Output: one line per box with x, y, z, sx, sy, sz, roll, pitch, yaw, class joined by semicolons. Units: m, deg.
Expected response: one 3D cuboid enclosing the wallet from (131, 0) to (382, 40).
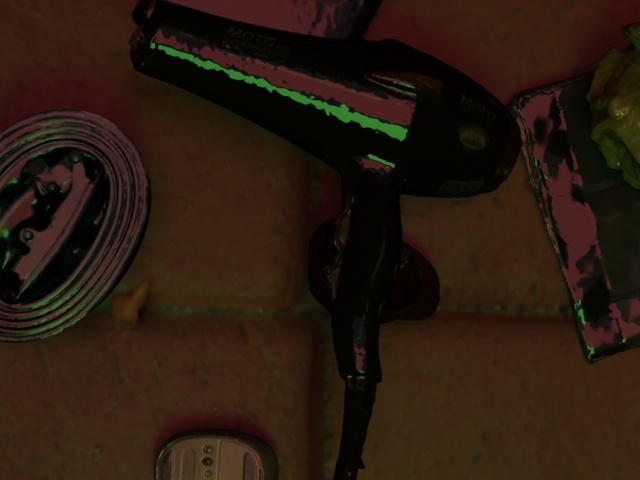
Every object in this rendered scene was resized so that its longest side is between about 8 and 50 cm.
-0.005;-0.270;0.932;0.170;0.044;0.321;28;89;-11;wallet

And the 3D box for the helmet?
0.032;0.038;0.911;0.111;0.057;0.089;25;43;-6;helmet

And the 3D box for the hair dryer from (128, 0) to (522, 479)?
0.000;0.000;0.821;0.304;0.120;0.359;15;63;-22;hair dryer

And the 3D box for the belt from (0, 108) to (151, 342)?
-0.212;-0.008;0.886;0.141;0.082;0.190;33;84;-4;belt

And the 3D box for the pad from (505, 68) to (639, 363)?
0.263;-0.033;0.950;0.174;0.022;0.233;-16;89;-5;pad

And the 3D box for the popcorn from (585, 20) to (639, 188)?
0.276;-0.101;0.889;0.141;0.162;0.135;22;124;19;popcorn

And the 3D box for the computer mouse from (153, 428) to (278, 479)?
-0.080;0.180;0.906;0.096;0.039;0.066;3;86;4;computer mouse
